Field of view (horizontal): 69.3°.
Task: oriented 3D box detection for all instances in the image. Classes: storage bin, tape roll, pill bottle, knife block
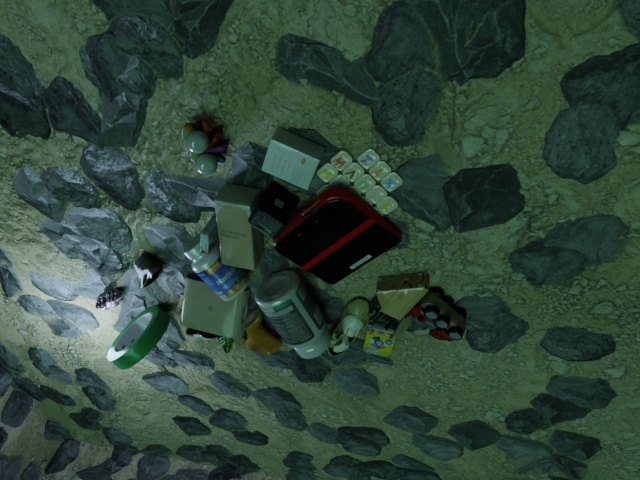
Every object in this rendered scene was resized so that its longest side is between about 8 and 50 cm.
[{"bbox_3d":[-0.161,-0.108,1.623,0.122,0.180,0.084,33,129,-12],"label":"storage bin"},{"bbox_3d":[-0.860,0.455,2.197,0.321,0.321,0.077,-24,118,31],"label":"tape roll"},{"bbox_3d":[-0.428,0.107,1.896,0.152,0.152,0.272,-23,119,30],"label":"pill bottle"},{"bbox_3d":[0.317,0.253,1.844,0.275,0.088,0.242,-9,126,22],"label":"knife block"},{"bbox_3d":[-0.103,0.317,1.941,0.204,0.204,0.361,-14,123,26],"label":"pill bottle"}]

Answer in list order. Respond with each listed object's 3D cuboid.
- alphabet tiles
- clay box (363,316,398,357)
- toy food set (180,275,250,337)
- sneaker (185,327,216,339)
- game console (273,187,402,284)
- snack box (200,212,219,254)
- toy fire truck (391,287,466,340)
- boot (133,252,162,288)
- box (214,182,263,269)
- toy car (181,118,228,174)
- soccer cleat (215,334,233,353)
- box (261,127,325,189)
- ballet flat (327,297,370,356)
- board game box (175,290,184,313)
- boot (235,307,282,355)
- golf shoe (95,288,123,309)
[{"bbox_3d":[0.128,-0.180,1.587,0.284,0.021,0.278,41,128,-19],"label":"alphabet tiles"},{"bbox_3d":[0.260,0.437,2.034,0.127,0.053,0.222,11,130,8],"label":"clay box"},{"bbox_3d":[-0.477,0.294,2.074,0.305,0.092,0.220,12,98,9],"label":"toy food set"},{"bbox_3d":[-0.591,0.472,2.318,0.161,0.057,0.075,6,147,9],"label":"sneaker"},{"bbox_3d":[0.050,-0.004,1.697,0.341,0.060,0.386,32,130,-29],"label":"game console"},{"bbox_3d":[-0.419,-0.029,1.789,0.037,0.141,0.100,15,131,5],"label":"snack box"},{"bbox_3d":[0.424,0.332,1.852,0.217,0.159,0.246,40,140,-18],"label":"toy fire truck"},{"bbox_3d":[-0.794,0.139,2.099,0.106,0.082,0.219,51,131,2],"label":"boot"},{"bbox_3d":[-0.302,-0.050,1.751,0.147,0.121,0.311,10,131,9],"label":"box"},{"bbox_3d":[-0.379,-0.320,1.556,0.136,0.159,0.182,-24,126,-12],"label":"toy car"},{"bbox_3d":[-0.478,0.484,2.290,0.072,0.060,0.179,10,124,19],"label":"soccer cleat"},{"bbox_3d":[-0.089,-0.269,1.529,0.170,0.091,0.130,24,131,-3],"label":"box"},{"bbox_3d":[0.117,0.390,1.996,0.123,0.123,0.349,25,131,-5],"label":"ballet flat"},{"bbox_3d":[-0.576,0.325,2.189,0.193,0.045,0.147,27,131,-7],"label":"board game box"},{"bbox_3d":[-0.263,0.433,2.164,0.211,0.104,0.295,29,135,-15],"label":"boot"},{"bbox_3d":[-1.026,0.292,2.292,0.186,0.068,0.086,-26,149,27],"label":"golf shoe"}]
